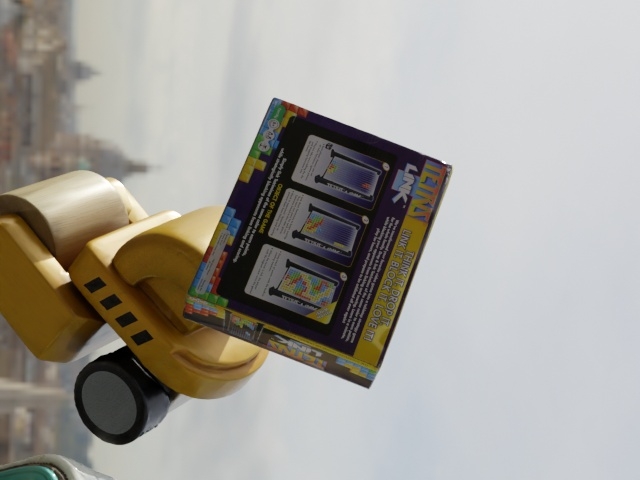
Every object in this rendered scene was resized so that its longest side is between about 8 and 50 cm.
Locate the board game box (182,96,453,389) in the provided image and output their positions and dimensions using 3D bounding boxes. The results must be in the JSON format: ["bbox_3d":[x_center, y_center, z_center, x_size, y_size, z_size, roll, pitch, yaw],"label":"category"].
[{"bbox_3d":[0.000,0.000,1.084,0.048,0.141,0.170,111,2,-64],"label":"board game box"}]

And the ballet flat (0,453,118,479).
[{"bbox_3d":[-0.335,0.270,1.482,0.400,0.139,0.139,-9,-104,37],"label":"ballet flat"}]

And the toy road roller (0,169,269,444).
[{"bbox_3d":[-0.187,0.029,1.646,0.240,0.329,0.202,-49,167,32],"label":"toy road roller"}]
